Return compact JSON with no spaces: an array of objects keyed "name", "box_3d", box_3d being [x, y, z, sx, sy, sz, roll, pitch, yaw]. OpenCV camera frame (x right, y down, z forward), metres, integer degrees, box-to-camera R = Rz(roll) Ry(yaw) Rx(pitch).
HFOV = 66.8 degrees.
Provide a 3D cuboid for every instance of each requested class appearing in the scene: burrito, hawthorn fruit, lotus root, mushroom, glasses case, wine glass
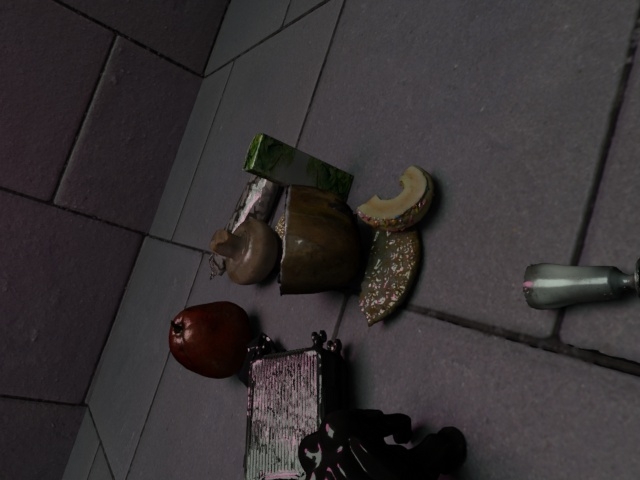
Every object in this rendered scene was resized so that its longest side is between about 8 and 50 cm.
[{"name":"burrito","box_3d":[-0.253,-0.048,1.600,0.139,0.101,0.445,35,99,46]},{"name":"hawthorn fruit","box_3d":[-0.321,0.271,1.367,0.224,0.261,0.224,-25,53,39]},{"name":"lotus root","box_3d":[0.000,0.000,1.091,0.272,0.192,0.271,-2,-90,-84]},{"name":"mushroom","box_3d":[-0.230,0.028,1.429,0.204,0.204,0.204,-33,46,43]},{"name":"glasses case","box_3d":[-0.051,-0.166,1.200,0.062,0.272,0.095,6,77,58]},{"name":"wine glass","box_3d":[0.359,0.058,0.649,0.155,0.072,0.072,-13,62,54]}]

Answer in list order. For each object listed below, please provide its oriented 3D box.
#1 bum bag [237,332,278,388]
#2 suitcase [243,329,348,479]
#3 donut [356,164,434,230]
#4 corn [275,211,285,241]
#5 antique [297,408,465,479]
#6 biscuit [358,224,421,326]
[{"name":"bum bag","box_3d":[-0.115,0.347,1.185,0.137,0.074,0.310,-55,38,-1]},{"name":"suitcase","box_3d":[-0.044,0.354,0.985,0.202,0.128,0.312,-16,56,25]},{"name":"donut","box_3d":[0.165,-0.071,0.980,0.166,0.065,0.108,-35,45,-1]},{"name":"corn","box_3d":[-0.065,-0.070,1.344,0.211,0.087,0.087,-48,38,28]},{"name":"antique","box_3d":[0.104,0.381,0.674,0.185,0.255,0.322,-51,33,30]},{"name":"biscuit","box_3d":[0.149,0.038,1.002,0.141,0.038,0.289,-15,57,48]}]
